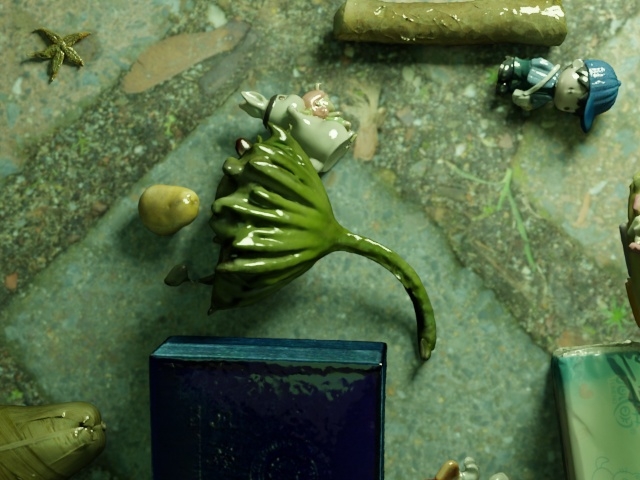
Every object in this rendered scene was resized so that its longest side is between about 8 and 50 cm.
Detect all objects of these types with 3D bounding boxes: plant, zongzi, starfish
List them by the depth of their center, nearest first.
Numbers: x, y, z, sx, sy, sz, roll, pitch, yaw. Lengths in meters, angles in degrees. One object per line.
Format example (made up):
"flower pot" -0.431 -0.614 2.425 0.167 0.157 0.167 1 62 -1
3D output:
"plant" -0.003 -0.003 1.285 0.334 0.180 0.251 14 94 -21
"zongzi" -0.390 0.236 1.294 0.194 0.099 0.197 -32 75 2
"starfish" -0.360 -0.269 1.380 0.086 0.016 0.092 -44 79 -2

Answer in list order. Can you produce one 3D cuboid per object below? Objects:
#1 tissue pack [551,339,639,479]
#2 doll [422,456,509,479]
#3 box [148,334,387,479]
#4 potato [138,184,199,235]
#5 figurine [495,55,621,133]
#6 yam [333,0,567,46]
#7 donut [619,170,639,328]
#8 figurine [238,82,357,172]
"tissue pack" 0.342 0.255 1.159 0.124 0.201 0.271 -7 84 14
"doll" 0.142 0.341 1.178 0.085 0.217 0.183 14 85 48
"box" -0.062 0.256 1.218 0.279 0.116 0.261 1 100 7
"potato" -0.199 -0.042 1.315 0.083 0.062 0.068 -4 112 42
"figurine" 0.304 -0.196 1.279 0.149 0.086 0.087 17 46 19
"yam" 0.167 -0.285 1.302 0.300 0.066 0.066 1 84 5
"donut" 0.457 0.064 1.103 0.150 0.371 0.307 -15 74 36
"figurine" -0.027 -0.159 1.315 0.146 0.081 0.098 43 46 13
